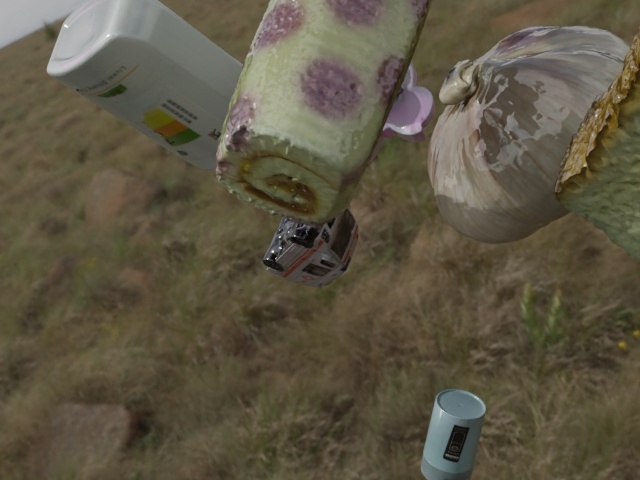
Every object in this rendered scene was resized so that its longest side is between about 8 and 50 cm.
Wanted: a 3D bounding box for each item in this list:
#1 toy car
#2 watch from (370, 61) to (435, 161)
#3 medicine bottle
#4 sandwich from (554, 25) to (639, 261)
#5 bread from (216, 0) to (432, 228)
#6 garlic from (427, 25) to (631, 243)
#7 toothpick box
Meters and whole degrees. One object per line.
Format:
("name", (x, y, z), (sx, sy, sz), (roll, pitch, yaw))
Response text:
("toy car", (0.000, 0.000, 1.244), (0.089, 0.108, 0.209), (-67, 10, -24))
("watch", (0.067, -0.299, 1.627), (0.210, 0.217, 0.249), (-23, 50, 16))
("medicine bottle", (-0.155, -0.165, 1.057), (0.161, 0.296, 0.111), (-11, 59, 41))
("sandwich", (0.369, -0.081, 0.809), (0.325, 0.262, 0.131), (97, -162, -64))
("bread", (0.014, -0.194, 0.900), (0.187, 0.155, 0.338), (114, 179, -68))
("garlic", (0.273, -0.144, 1.174), (0.321, 0.241, 0.322), (-25, 10, 5))
("toothpick box", (0.130, 0.194, 0.892), (0.052, 0.083, 0.052), (6, 25, -3))
